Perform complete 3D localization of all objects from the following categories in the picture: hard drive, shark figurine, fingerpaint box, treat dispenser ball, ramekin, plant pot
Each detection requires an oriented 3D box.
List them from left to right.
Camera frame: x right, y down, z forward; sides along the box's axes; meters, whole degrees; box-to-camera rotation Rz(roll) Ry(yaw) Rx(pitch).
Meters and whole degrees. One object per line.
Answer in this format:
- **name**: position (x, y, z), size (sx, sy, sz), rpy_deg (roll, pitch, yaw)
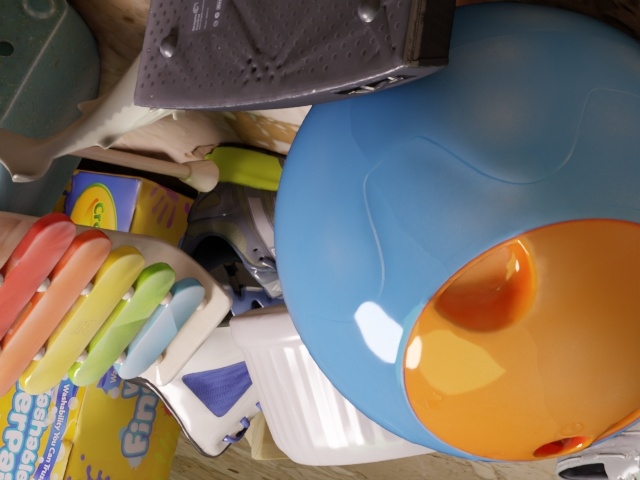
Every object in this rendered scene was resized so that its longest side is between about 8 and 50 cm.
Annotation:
- **plant pot**: position (-0.327, -0.118, 1.212), size (0.247, 0.248, 0.252), rpy_deg (26, 147, -6)
- **fingerpaint box**: position (-0.324, 0.148, 1.539), size (0.371, 0.445, 0.163), rpy_deg (7, 170, 37)
- **shark figurine**: position (-0.135, -0.144, 1.068), size (0.116, 0.278, 0.166), rpy_deg (59, -163, 11)
- **hard drive**: position (-0.013, -0.158, 0.847), size (0.054, 0.172, 0.254), rpy_deg (15, 170, -39)
- **ramekin**: position (0.068, 0.099, 1.169), size (0.272, 0.127, 0.273), rpy_deg (-10, 179, 0)
- **treat dispenser ball**: position (0.114, -0.005, 0.903), size (0.288, 0.288, 0.288), rpy_deg (21, 160, 8)

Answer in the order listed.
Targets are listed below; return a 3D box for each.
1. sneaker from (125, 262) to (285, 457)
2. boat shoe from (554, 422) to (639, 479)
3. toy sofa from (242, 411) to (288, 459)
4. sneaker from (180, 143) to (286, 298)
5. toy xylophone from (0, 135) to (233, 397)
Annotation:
- **sneaker**: position (-0.057, 0.119, 1.411), size (0.315, 0.182, 0.127), rpy_deg (9, -162, -9)
- **boat shoe**: position (0.350, 0.250, 1.600), size (0.079, 0.081, 0.227), rpy_deg (34, 159, -26)
- **toy sofa**: position (-0.153, 0.171, 1.918), size (0.362, 0.177, 0.150), rpy_deg (8, 180, 37)
- **sneaker**: position (0.000, 0.000, 1.293), size (0.300, 0.121, 0.111), rpy_deg (9, 156, 36)
- **toy xylophone**: position (-0.198, 0.032, 1.182), size (0.322, 0.236, 0.081), rpy_deg (0, -138, -51)
